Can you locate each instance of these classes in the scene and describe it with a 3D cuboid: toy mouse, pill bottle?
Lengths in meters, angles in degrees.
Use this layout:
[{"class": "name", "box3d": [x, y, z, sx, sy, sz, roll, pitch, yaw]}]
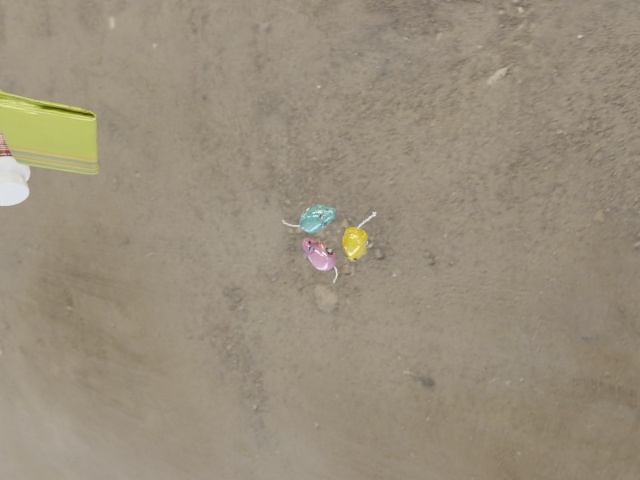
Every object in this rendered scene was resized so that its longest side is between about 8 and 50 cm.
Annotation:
[{"class": "toy mouse", "box3d": [0.000, 0.000, 1.074, 0.143, 0.031, 0.161, 21, 133, 11]}, {"class": "pill bottle", "box3d": [-0.546, -0.139, 1.194, 0.086, 0.086, 0.152, -46, 59, 40]}]

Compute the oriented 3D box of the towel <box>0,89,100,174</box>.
[{"class": "towel", "box3d": [-0.300, -0.116, 0.787, 0.237, 0.102, 0.021, 155, 121, -71]}]
